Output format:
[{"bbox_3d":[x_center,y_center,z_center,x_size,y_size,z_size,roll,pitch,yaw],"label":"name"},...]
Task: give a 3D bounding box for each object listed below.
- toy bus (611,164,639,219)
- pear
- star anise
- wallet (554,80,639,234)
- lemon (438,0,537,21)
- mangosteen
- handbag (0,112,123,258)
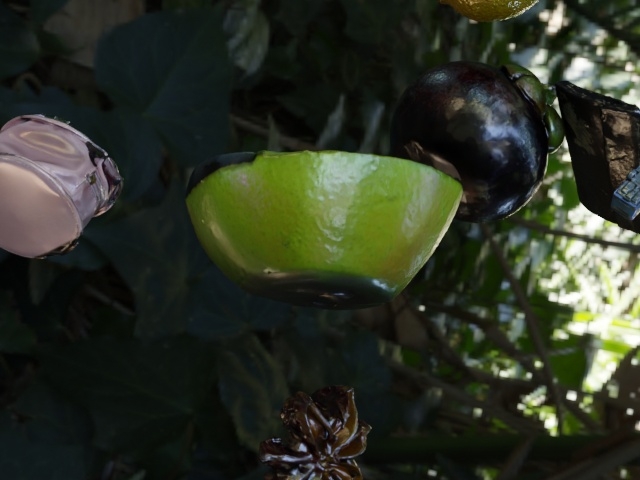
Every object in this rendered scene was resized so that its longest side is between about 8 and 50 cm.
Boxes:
[{"bbox_3d":[0.518,-0.099,1.612,0.153,0.051,0.061,-42,157,-23],"label":"toy bus"},{"bbox_3d":[0.003,0.003,1.442,0.399,0.399,0.165,34,55,-66],"label":"pear"},{"bbox_3d":[-0.014,0.324,1.561,0.190,0.126,0.220,11,90,-54],"label":"star anise"},{"bbox_3d":[0.500,-0.139,1.805,0.044,0.170,0.321,-44,138,-14],"label":"wallet"},{"bbox_3d":[0.290,-0.453,1.675,0.187,0.244,0.187,31,45,-36],"label":"lemon"},{"bbox_3d":[0.272,-0.190,1.807,0.300,0.300,0.300,9,90,-68],"label":"mangosteen"},{"bbox_3d":[-0.357,-0.069,1.298,0.179,0.205,0.116,47,46,-24],"label":"handbag"}]
